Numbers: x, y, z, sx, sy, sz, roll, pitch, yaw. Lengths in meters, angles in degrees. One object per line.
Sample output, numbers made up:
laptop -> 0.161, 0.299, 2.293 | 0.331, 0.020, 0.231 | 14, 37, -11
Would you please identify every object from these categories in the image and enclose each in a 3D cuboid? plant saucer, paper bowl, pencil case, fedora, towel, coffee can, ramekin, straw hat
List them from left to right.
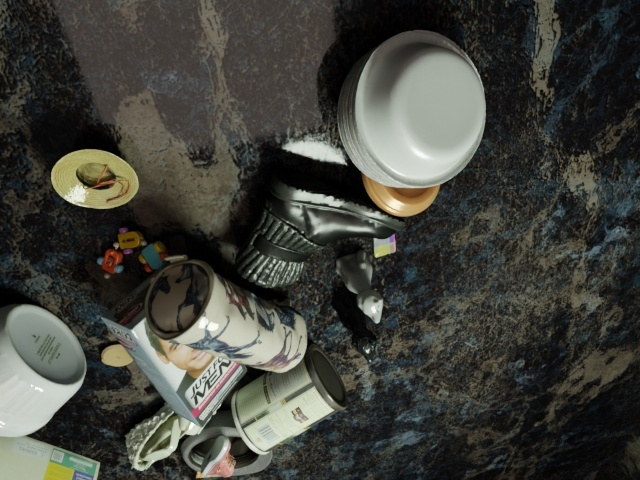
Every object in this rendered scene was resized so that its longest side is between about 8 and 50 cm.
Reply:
ramekin -> -0.631, 0.257, 0.859 | 0.127, 0.273, 0.273 | -36, 126, -6
straw hat -> -0.428, -0.130, 0.771 | 0.144, 0.061, 0.144 | -17, 142, -14
fedora -> -0.291, 0.628, 1.281 | 0.276, 0.124, 0.243 | 0, 122, -7
pencil case -> -0.189, 0.174, 0.905 | 0.160, 0.183, 0.410 | -24, 146, 17
coffee can -> -0.088, 0.459, 1.179 | 0.275, 0.201, 0.201 | -33, 126, 8
towel -> 0.167, 0.006, 1.064 | 0.060, 0.009, 0.083 | -15, 125, -5
plant saucer -> 0.184, -0.153, 0.878 | 0.200, 0.037, 0.200 | 1, 86, -21
paper bowl -> 0.187, -0.241, 0.760 | 0.284, 0.148, 0.284 | -3, 98, -19

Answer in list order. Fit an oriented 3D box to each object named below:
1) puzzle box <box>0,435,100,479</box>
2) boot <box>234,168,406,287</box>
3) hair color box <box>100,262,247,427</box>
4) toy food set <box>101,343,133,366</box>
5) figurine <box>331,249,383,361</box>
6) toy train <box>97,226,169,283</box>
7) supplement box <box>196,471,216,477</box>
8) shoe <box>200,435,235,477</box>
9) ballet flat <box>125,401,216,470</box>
puzzle box -> -0.804, 0.676, 1.078 | 0.052, 0.272, 0.409 | -36, 125, 9
boot -> -0.002, -0.002, 0.936 | 0.348, 0.131, 0.260 | 14, 116, -18
hair color box -> -0.328, 0.258, 0.974 | 0.114, 0.185, 0.374 | 11, 133, 32
toy food set -> -0.527, 0.300, 1.058 | 0.083, 0.020, 0.083 | 6, 121, -20
figurine -> 0.104, 0.164, 1.028 | 0.092, 0.209, 0.214 | -5, 124, -13
toy train -> -0.399, 0.039, 0.883 | 0.166, 0.046, 0.125 | 19, 101, 11
supplement box -> -0.385, 0.802, 1.427 | 0.098, 0.036, 0.062 | 7, 120, -20
shoe -> -0.280, 0.631, 1.178 | 0.081, 0.063, 0.178 | 22, 121, -20
ballet flat -> -0.408, 0.534, 1.182 | 0.409, 0.147, 0.147 | -41, 124, 12
